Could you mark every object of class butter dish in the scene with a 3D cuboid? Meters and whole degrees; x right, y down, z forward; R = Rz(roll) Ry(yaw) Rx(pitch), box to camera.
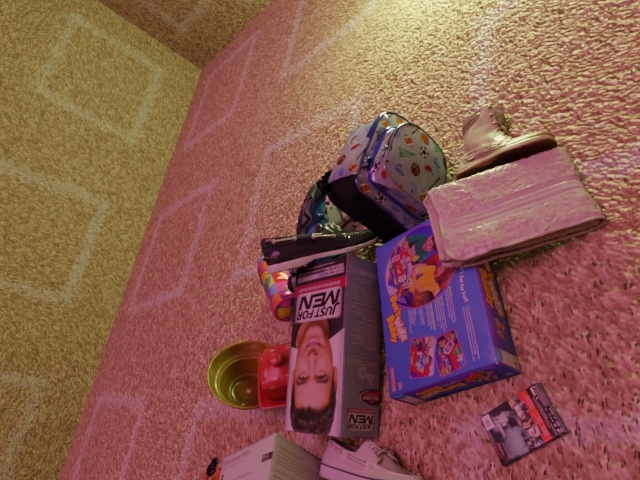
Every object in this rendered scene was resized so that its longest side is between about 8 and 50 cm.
[{"bbox_3d":[-0.093,0.314,1.198,0.160,0.118,0.160,-13,49,8],"label":"butter dish"}]

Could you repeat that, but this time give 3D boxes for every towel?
[{"bbox_3d":[0.341,-0.062,0.897,0.282,0.049,0.187,-19,51,17],"label":"towel"}]

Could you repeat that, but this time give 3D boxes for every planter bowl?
[{"bbox_3d":[-0.193,0.382,1.304,0.217,0.217,0.090,-114,23,-50],"label":"planter bowl"}]

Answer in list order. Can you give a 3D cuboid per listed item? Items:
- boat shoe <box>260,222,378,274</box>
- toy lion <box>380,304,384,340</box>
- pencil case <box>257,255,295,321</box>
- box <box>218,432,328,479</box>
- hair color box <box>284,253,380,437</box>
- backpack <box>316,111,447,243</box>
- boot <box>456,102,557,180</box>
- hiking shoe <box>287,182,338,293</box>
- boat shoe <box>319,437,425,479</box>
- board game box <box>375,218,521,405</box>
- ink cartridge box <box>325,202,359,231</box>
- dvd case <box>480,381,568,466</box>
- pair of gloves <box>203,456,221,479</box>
[{"bbox_3d":[0.005,0.001,1.179,0.114,0.303,0.091,-18,88,65],"label":"boat shoe"},{"bbox_3d":[0.139,0.179,1.102,0.100,0.034,0.096,-3,72,53],"label":"toy lion"},{"bbox_3d":[-0.116,0.129,1.416,0.104,0.104,0.236,-50,36,18],"label":"pencil case"},{"bbox_3d":[-0.095,0.520,1.014,0.181,0.182,0.119,-37,26,28],"label":"box"},{"bbox_3d":[0.030,0.237,1.090,0.185,0.114,0.374,-19,61,47],"label":"hair color box"},{"bbox_3d":[0.160,-0.161,1.119,0.213,0.276,0.263,-18,47,40],"label":"backpack"},{"bbox_3d":[0.382,-0.220,1.013,0.213,0.077,0.165,-20,50,49],"label":"boot"},{"bbox_3d":[0.000,0.000,1.297,0.113,0.132,0.304,-18,-62,-87],"label":"hiking shoe"},{"bbox_3d":[0.100,0.429,0.926,0.267,0.096,0.088,-21,53,53],"label":"boat shoe"},{"bbox_3d":[0.233,0.122,0.969,0.233,0.078,0.347,-32,44,37],"label":"board game box"},{"bbox_3d":[0.065,-0.075,1.350,0.135,0.056,0.099,-42,38,29],"label":"ink cartridge box"},{"bbox_3d":[0.324,0.297,0.784,0.119,0.013,0.087,-44,38,24],"label":"dvd case"},{"bbox_3d":[-0.303,0.661,1.369,0.074,0.010,0.083,-62,31,3],"label":"pair of gloves"}]
